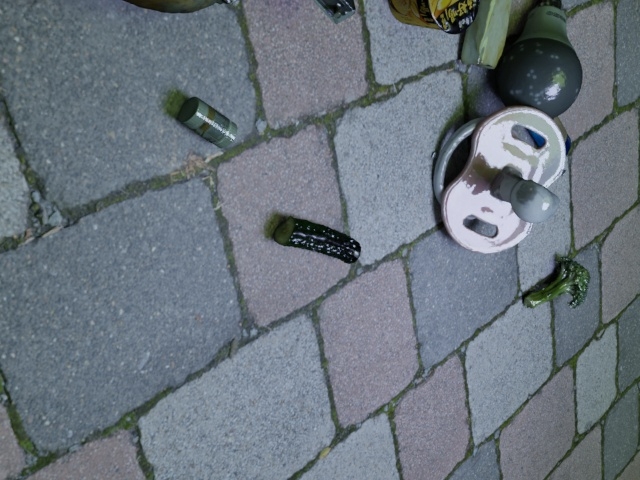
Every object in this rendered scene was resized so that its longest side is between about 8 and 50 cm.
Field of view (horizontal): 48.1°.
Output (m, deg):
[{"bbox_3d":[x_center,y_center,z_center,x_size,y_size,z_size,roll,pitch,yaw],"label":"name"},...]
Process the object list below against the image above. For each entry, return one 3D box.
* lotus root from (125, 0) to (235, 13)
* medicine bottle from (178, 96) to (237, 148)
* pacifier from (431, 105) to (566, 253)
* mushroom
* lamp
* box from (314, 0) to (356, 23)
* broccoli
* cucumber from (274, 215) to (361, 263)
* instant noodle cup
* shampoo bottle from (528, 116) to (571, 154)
[{"bbox_3d":[-0.204,-0.419,0.937,0.260,0.149,0.267,14,69,-51],"label":"lotus root"},{"bbox_3d":[-0.171,-0.180,1.095,0.083,0.047,0.047,31,80,-43],"label":"medicine bottle"},{"bbox_3d":[0.397,-0.119,1.516,0.220,0.273,0.332,9,110,-55],"label":"pacifier"},{"bbox_3d":[0.361,-0.513,1.477,0.099,0.081,0.312,3,101,-37],"label":"mushroom"},{"bbox_3d":[0.474,-0.416,1.573,0.181,0.181,0.314,13,73,-44],"label":"lamp"},{"bbox_3d":[-0.040,-0.463,1.049,0.270,0.045,0.211,33,42,-50],"label":"box"},{"bbox_3d":[0.623,0.127,1.894,0.204,0.118,0.122,-26,140,-21],"label":"broccoli"},{"bbox_3d":[0.001,0.000,1.300,0.187,0.058,0.058,16,90,-45],"label":"cucumber"},{"bbox_3d":[0.203,-0.455,1.317,0.151,0.122,0.152,-13,108,-42],"label":"instant noodle cup"},{"bbox_3d":[0.554,-0.267,1.745,0.183,0.050,0.087,40,77,-42],"label":"shampoo bottle"}]
